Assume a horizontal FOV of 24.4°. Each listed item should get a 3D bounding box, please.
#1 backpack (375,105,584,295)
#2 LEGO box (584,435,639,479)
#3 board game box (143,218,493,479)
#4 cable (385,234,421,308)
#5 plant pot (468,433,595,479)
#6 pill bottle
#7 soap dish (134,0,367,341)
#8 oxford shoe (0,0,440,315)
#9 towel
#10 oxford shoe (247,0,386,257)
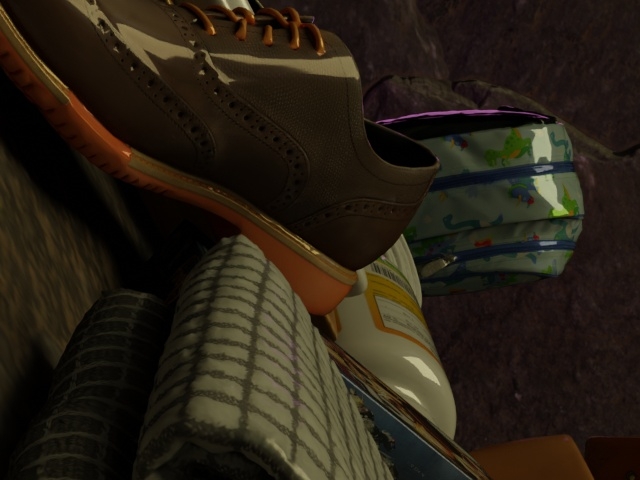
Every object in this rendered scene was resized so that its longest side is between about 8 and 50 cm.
[{"bbox_3d":[0.122,-0.041,1.704,0.290,0.356,0.273,39,28,-83],"label":"backpack"},{"bbox_3d":[0.346,0.464,1.367,0.372,0.193,0.500,55,38,-65],"label":"LEGO box"},{"bbox_3d":[0.008,0.090,0.853,0.243,0.042,0.165,40,1,-14],"label":"board game box"},{"bbox_3d":[0.000,0.000,1.427,0.257,0.089,0.257,49,19,-25],"label":"cable"},{"bbox_3d":[0.141,0.279,1.135,0.291,0.204,0.290,-25,90,-87],"label":"plant pot"},{"bbox_3d":[0.023,0.109,1.079,0.245,0.136,0.136,-105,169,-66],"label":"pill bottle"},{"bbox_3d":[-0.079,-0.084,1.037,0.229,0.118,0.290,-104,169,-67],"label":"soap dish"},{"bbox_3d":[-0.065,-0.093,0.805,0.364,0.133,0.130,37,13,-48],"label":"oxford shoe"},{"bbox_3d":[-0.009,0.159,0.545,0.283,0.121,0.235,63,3,-12],"label":"towel"},{"bbox_3d":[-0.025,-0.049,1.223,0.348,0.123,0.130,56,-32,-10],"label":"oxford shoe"}]
